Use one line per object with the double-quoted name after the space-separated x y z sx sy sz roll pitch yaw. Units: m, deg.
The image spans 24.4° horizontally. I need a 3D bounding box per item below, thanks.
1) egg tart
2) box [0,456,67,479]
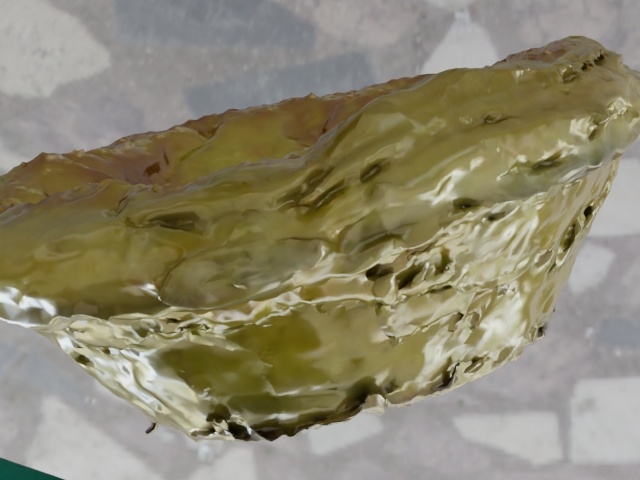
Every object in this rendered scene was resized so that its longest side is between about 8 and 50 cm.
0.000 0.000 0.657 0.341 0.341 0.132 -11 98 17 "egg tart"
-0.081 0.169 0.476 0.153 0.092 0.245 -50 150 -1 "box"
